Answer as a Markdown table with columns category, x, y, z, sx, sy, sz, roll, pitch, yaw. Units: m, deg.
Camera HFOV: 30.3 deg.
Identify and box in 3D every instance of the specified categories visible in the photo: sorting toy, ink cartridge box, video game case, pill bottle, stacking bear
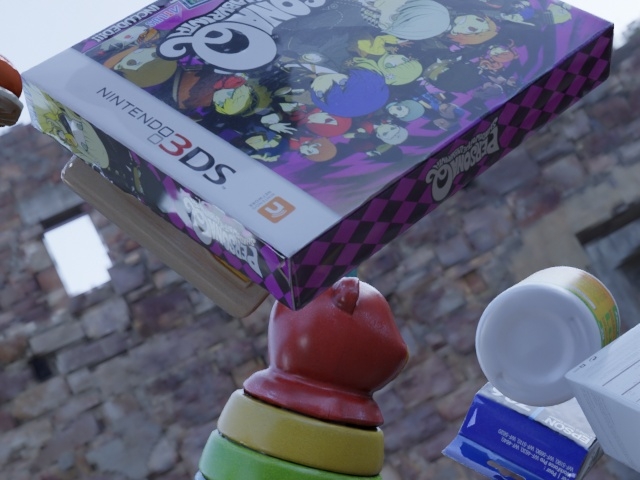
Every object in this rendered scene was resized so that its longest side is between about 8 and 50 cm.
| category | x | y | z | sx | sy | sz | roll | pitch | yaw |
| --- | --- | --- | --- | --- | --- | --- | --- | --- | --- |
| sorting toy | -0.072 | -0.062 | 0.933 | 0.208 | 0.193 | 0.038 | -48 | 12 | 14 |
| ink cartridge box | 0.310 | 0.223 | 1.567 | 0.333 | 0.165 | 0.065 | -31 | -41 | -52 |
| video game case | -0.002 | -0.085 | 0.616 | 0.232 | 0.210 | 0.042 | -35 | -39 | -27 |
| pill bottle | 0.275 | 0.103 | 1.381 | 0.136 | 0.136 | 0.246 | -33 | -7 | 21 |
| stacking bear | -0.011 | 0.168 | 0.971 | 0.164 | 0.289 | 0.175 | 15 | -2 | -6 |

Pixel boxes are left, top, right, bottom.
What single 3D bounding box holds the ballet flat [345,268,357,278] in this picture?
| category | x | y | z | sx | sy | sz | roll | pitch | yaw |
| --- | --- | --- | --- | --- | --- | --- | --- | --- | --- |
| ballet flat | 0.000 | 0.000 | 1.780 | 0.124 | 0.342 | 0.116 | -2 | -30 | 31 |

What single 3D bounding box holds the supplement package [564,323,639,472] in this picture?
| category | x | y | z | sx | sy | sz | roll | pitch | yaw |
| --- | --- | --- | --- | --- | --- | --- | --- | --- | --- |
| supplement package | 0.336 | 0.162 | 1.137 | 0.105 | 0.105 | 0.179 | -31 | 14 | -10 |

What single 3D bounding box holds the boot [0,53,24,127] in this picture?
| category | x | y | z | sx | sy | sz | roll | pitch | yaw |
| --- | --- | --- | --- | --- | --- | --- | --- | --- | --- |
| boot | -0.188 | -0.111 | 0.518 | 0.084 | 0.158 | 0.059 | -60 | -4 | -14 |
